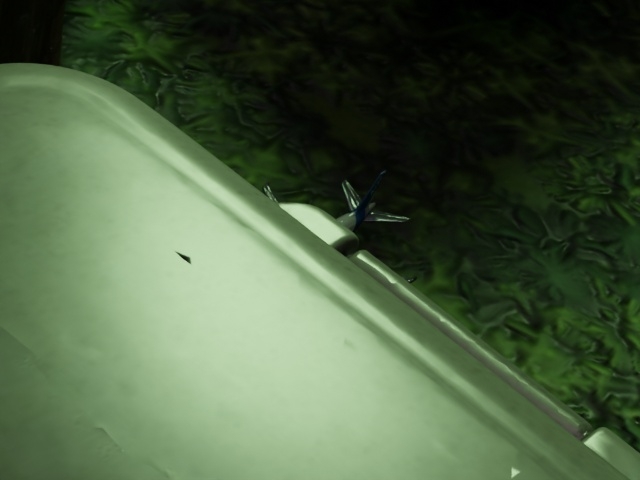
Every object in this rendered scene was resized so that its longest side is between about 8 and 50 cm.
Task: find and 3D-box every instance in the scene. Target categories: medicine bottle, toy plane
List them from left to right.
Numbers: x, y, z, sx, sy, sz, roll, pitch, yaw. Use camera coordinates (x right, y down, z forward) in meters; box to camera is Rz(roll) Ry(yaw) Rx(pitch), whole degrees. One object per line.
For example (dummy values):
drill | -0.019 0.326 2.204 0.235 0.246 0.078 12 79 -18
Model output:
medicine bottle | -0.051 0.103 0.400 0.375 0.123 0.282 37 48 27
toy plane | 0.000 0.001 0.601 0.078 0.024 0.084 33 52 21

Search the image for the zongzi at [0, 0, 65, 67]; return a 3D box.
zongzi | -0.144 -0.267 0.643 0.154 0.317 0.289 11 41 -13
